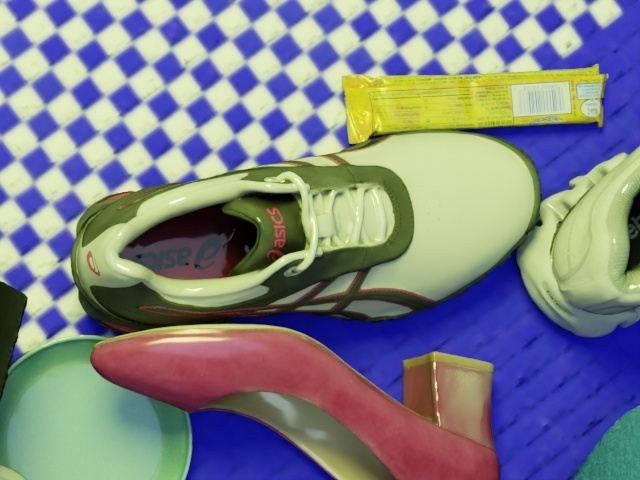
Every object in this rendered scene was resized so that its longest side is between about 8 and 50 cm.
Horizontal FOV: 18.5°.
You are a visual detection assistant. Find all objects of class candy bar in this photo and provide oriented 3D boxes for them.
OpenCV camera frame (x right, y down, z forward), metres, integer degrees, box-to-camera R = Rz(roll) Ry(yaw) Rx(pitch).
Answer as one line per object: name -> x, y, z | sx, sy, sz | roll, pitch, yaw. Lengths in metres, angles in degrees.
candy bar -> 0.093, -0.081, 1.154 | 0.162, 0.018, 0.040 | -4, 91, -10

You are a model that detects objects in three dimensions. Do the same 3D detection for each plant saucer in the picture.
plant saucer -> -0.132, 0.113, 1.104 | 0.119, 0.021, 0.119 | 1, 86, -8

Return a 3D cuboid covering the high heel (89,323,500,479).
high heel -> -0.012, 0.114, 1.087 | 0.244, 0.082, 0.117 | 10, 75, -26

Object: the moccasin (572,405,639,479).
moccasin -> 0.164, 0.261, 1.104 | 0.117, 0.138, 0.342 | 18, 98, -12

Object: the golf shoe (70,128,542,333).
golf shoe -> 0.000, 0.000, 1.081 | 0.273, 0.120, 0.105 | -12, 88, -9

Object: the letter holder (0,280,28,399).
letter holder -> -0.304, 0.148, 0.991 | 0.152, 0.214, 0.301 | 33, 58, -38

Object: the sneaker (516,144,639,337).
sneaker -> 0.242, -0.060, 1.128 | 0.110, 0.118, 0.292 | 44, 80, -3

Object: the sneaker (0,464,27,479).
sneaker -> -0.121, 0.216, 1.053 | 0.229, 0.092, 0.087 | 37, 97, -12
